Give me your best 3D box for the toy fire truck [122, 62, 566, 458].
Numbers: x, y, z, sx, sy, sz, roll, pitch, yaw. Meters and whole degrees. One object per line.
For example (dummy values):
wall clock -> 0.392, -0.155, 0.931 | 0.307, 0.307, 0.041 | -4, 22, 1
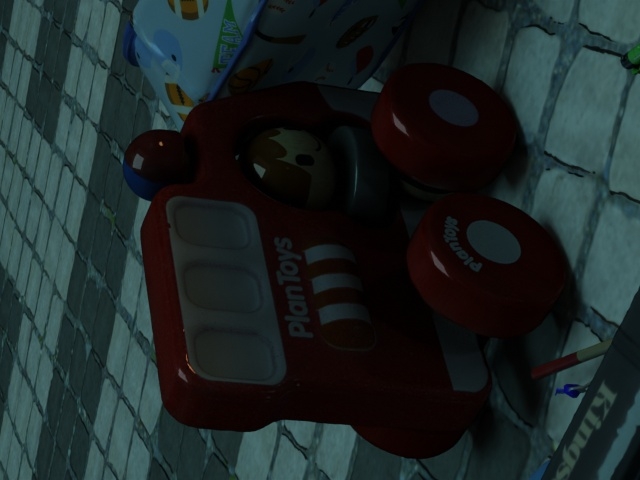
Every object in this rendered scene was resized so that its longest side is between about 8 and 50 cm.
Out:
toy fire truck -> 0.000, 0.000, 1.074 | 0.169, 0.254, 0.302 | 119, 149, -41

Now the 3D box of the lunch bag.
lunch bag -> -0.001, -0.206, 1.179 | 0.115, 0.243, 0.303 | 54, 137, 15

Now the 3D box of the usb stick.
usb stick -> 0.156, 0.117, 0.864 | 0.278, 0.045, 0.077 | -65, 28, 12

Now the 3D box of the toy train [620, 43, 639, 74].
toy train -> 0.201, -0.116, 0.927 | 0.083, 0.023, 0.017 | 142, 131, -59

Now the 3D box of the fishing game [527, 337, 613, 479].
fishing game -> 0.171, 0.176, 0.894 | 0.189, 0.041, 0.264 | -33, 48, 52
